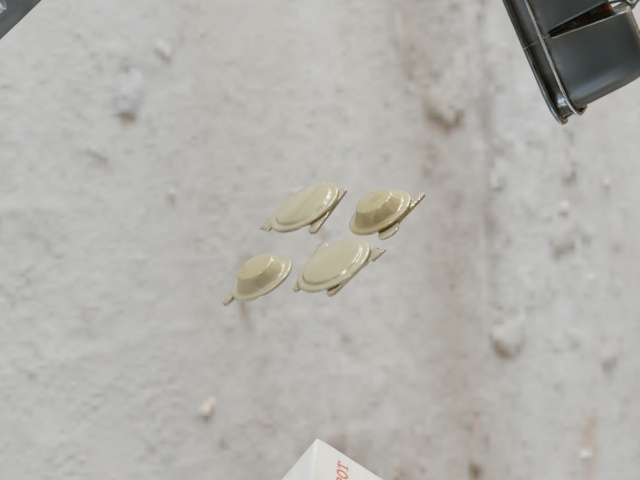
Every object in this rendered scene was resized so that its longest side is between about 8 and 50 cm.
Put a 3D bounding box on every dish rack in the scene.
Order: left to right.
[{"bbox_3d":[0.158,-0.200,1.083,0.208,0.074,0.271,67,20,-8],"label":"dish rack"}]

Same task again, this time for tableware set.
[{"bbox_3d":[0.000,0.000,1.374,0.141,0.169,0.020,-50,122,-33],"label":"tableware set"}]

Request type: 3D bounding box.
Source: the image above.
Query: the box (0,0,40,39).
[{"bbox_3d":[-0.251,-0.146,0.778,0.307,0.076,0.242,-48,146,-21],"label":"box"}]

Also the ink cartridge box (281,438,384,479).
[{"bbox_3d":[0.072,0.323,1.459,0.283,0.117,0.207,33,18,-8],"label":"ink cartridge box"}]
